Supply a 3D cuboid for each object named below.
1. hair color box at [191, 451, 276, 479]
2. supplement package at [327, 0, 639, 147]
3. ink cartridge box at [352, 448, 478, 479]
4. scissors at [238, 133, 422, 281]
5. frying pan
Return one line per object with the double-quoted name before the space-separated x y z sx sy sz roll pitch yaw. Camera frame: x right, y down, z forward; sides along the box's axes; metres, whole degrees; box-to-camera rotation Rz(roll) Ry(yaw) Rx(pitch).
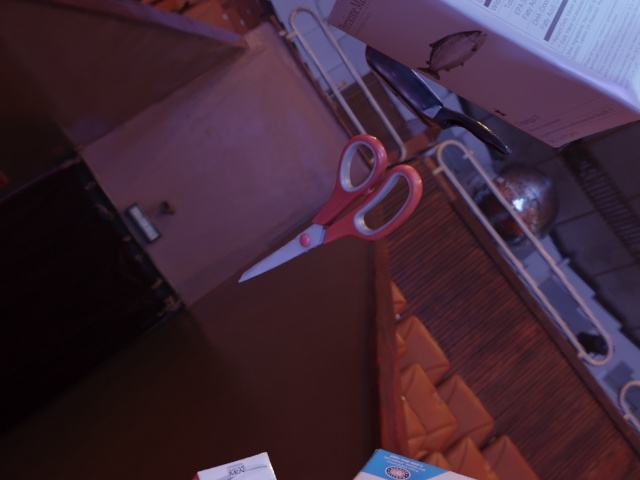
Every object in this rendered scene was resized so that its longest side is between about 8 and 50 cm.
"hair color box" -0.081 0.341 0.762 0.053 0.093 0.167 -54 -129 45
"supplement package" 0.111 -0.147 0.394 0.179 0.105 0.105 27 -5 -7
"ink cartridge box" 0.080 0.351 0.637 0.171 0.233 0.168 11 -71 27
"scissors" 0.000 0.000 0.773 0.297 0.021 0.109 -47 -109 33
"frying pan" 0.174 -0.197 1.007 0.326 0.053 0.197 51 12 24
